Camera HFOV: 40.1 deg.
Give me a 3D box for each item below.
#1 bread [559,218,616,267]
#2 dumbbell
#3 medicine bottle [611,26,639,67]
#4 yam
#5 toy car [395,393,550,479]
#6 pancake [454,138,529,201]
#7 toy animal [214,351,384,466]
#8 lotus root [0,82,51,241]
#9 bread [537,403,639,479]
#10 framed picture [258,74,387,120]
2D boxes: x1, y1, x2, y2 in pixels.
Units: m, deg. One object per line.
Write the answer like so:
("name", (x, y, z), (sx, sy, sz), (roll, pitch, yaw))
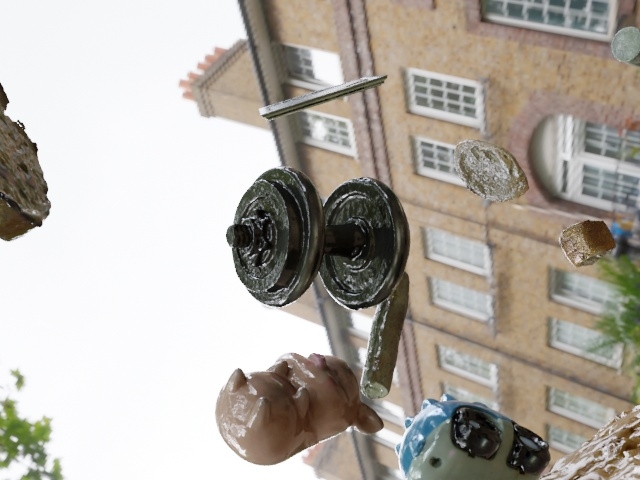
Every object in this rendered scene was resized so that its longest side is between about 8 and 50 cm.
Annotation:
("bread", (0.510, 0.006, 1.684), (0.076, 0.070, 0.083), (-6, -25, -26))
("dumbbell", (0.000, 0.000, 1.188), (0.289, 0.192, 0.192), (3, -76, -37))
("medicine bottle", (0.425, -0.252, 1.158), (0.083, 0.047, 0.047), (3, -76, -43))
("yam", (0.143, 0.193, 1.879), (0.067, 0.071, 0.317), (110, 176, -50))
("toy car", (0.241, 0.356, 1.462), (0.255, 0.190, 0.189), (23, -77, -26))
("pancake", (0.305, -0.123, 1.566), (0.025, 0.151, 0.152), (-46, -37, -26))
("toy animal", (-0.042, 0.249, 1.311), (0.250, 0.166, 0.154), (-7, -45, -41))
("lotus root", (-0.640, -0.182, 1.633), (0.375, 0.111, 0.391), (-112, -3, -79))
("bread", (0.414, 0.296, 0.994), (0.398, 0.215, 0.398), (-32, -8, -5))
("framed picture", (-0.002, -0.248, 1.519), (0.273, 0.216, 0.016), (-109, 1, -79))
